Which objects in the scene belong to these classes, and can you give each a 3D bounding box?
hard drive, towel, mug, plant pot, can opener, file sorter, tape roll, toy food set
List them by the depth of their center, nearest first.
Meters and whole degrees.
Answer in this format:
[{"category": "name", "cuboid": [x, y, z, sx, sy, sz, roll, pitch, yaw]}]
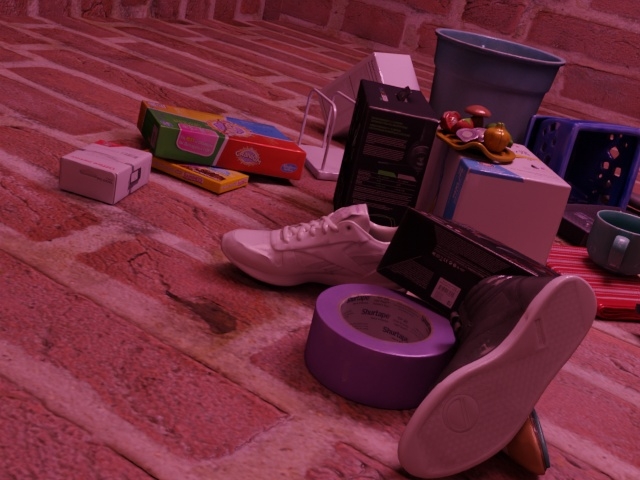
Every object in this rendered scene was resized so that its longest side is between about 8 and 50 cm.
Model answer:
[{"category": "tape roll", "cuboid": [0.077, 0.135, 1.040, 0.189, 0.080, 0.189, 11, 23, -5]}, {"category": "toy food set", "cuboid": [0.289, -0.214, 1.484, 0.128, 0.071, 0.218, 3, 22, -22]}, {"category": "towel", "cuboid": [0.533, 0.077, 1.503, 0.199, 0.031, 0.275, 6, 23, -19]}, {"category": "mug", "cuboid": [0.572, 0.011, 1.515, 0.157, 0.097, 0.129, -2, 26, -31]}, {"category": "hard drive", "cuboid": [0.639, -0.030, 1.791, 0.254, 0.054, 0.172, 1, 25, -28]}, {"category": "file sorter", "cuboid": [0.106, -0.245, 1.853, 0.277, 0.173, 0.193, 3, 23, -22]}, {"category": "plant pot", "cuboid": [0.623, -0.190, 1.947, 0.236, 0.236, 0.212, 3, 18, -23]}, {"category": "can opener", "cuboid": [0.774, -0.104, 2.019, 0.095, 0.076, 0.283, -8, 31, -40]}, {"category": "plant pot", "cuboid": [0.424, -0.353, 2.079, 0.341, 0.334, 0.341, 12, 22, -5]}]

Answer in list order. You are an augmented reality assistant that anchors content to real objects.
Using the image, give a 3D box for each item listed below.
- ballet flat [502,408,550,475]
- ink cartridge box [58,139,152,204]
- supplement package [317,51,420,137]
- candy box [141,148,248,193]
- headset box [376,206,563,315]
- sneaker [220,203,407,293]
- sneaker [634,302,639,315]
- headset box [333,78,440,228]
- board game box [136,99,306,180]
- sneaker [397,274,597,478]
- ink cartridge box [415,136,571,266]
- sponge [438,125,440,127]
[{"category": "ballet flat", "cuboid": [0.230, 0.215, 0.970, 0.073, 0.080, 0.232, -13, 16, 11]}, {"category": "ink cartridge box", "cuboid": [-0.389, -0.127, 1.430, 0.109, 0.063, 0.150, 16, 23, 7]}, {"category": "supplement package", "cuboid": [0.127, -0.377, 2.068, 0.134, 0.139, 0.244, -7, -11, -40]}, {"category": "candy box", "cuboid": [-0.259, -0.147, 1.601, 0.206, 0.027, 0.105, 22, 20, 21]}, {"category": "headset box", "cuboid": [0.249, 0.058, 1.183, 0.218, 0.110, 0.293, 32, 10, 28]}, {"category": "sneaker", "cuboid": [0.000, 0.000, 1.228, 0.305, 0.152, 0.114, 8, 25, -9]}, {"category": "sneaker", "cuboid": [0.564, 0.145, 1.274, 0.235, 0.094, 0.153, -9, 29, -43]}, {"category": "headset box", "cuboid": [0.116, -0.155, 1.493, 0.131, 0.283, 0.246, 11, 21, -5]}, {"category": "board game box", "cuboid": [-0.218, -0.217, 1.698, 0.316, 0.064, 0.242, 8, 19, -25]}, {"category": "sneaker", "cuboid": [0.184, 0.151, 0.932, 0.104, 0.296, 0.147, 49, -13, -15]}, {"category": "ink cartridge box", "cuboid": [0.318, -0.074, 1.523, 0.198, 0.197, 0.270, 9, 21, -9]}, {"category": "sponge", "cuboid": [0.342, -0.175, 1.836, 0.210, 0.031, 0.117, 51, 11, -24]}]
